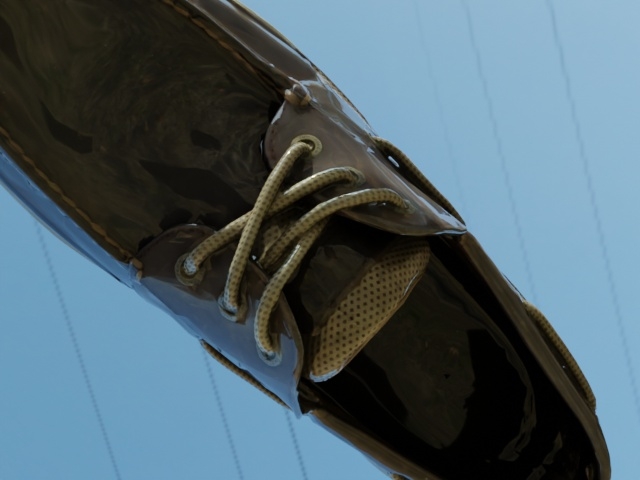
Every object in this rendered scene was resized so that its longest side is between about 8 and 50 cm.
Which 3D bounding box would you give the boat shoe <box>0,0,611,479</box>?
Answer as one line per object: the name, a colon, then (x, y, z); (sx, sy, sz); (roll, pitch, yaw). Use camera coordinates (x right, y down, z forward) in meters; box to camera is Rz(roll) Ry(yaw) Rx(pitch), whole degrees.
boat shoe: (0.000, 0.000, 0.457); (0.355, 0.130, 0.132); (38, -95, -22)
